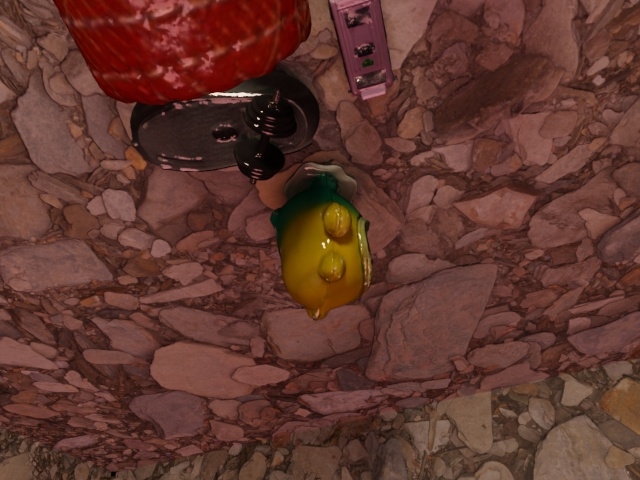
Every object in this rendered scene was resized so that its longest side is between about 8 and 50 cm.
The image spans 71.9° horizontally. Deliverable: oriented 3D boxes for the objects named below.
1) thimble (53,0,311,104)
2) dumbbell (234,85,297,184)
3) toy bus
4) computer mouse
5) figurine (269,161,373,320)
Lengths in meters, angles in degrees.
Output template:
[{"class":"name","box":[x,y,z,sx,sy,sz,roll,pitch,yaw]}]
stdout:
[{"class":"thimble","box":[-0.196,-0.361,0.630,0.351,0.350,0.230,-8,133,4]},{"class":"dumbbell","box":[-0.102,-0.185,0.808,0.099,0.099,0.208,12,134,-15]},{"class":"toy bus","box":[0.077,-0.360,0.796,0.096,0.108,0.198,-13,134,10]},{"class":"computer mouse","box":[-0.189,-0.243,0.893,0.374,0.114,0.203,-6,137,0]},{"class":"figurine","box":[0.000,0.000,0.991,0.232,0.339,0.323,7,133,-10]}]
